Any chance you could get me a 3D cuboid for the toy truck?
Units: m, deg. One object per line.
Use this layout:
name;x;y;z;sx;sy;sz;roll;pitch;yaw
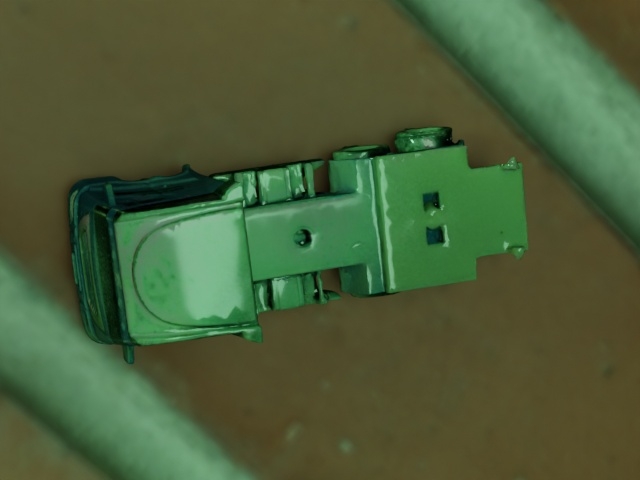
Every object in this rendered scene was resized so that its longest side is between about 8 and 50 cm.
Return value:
toy truck;0.000;0.000;0.656;0.175;0.081;0.067;-9;98;-18
